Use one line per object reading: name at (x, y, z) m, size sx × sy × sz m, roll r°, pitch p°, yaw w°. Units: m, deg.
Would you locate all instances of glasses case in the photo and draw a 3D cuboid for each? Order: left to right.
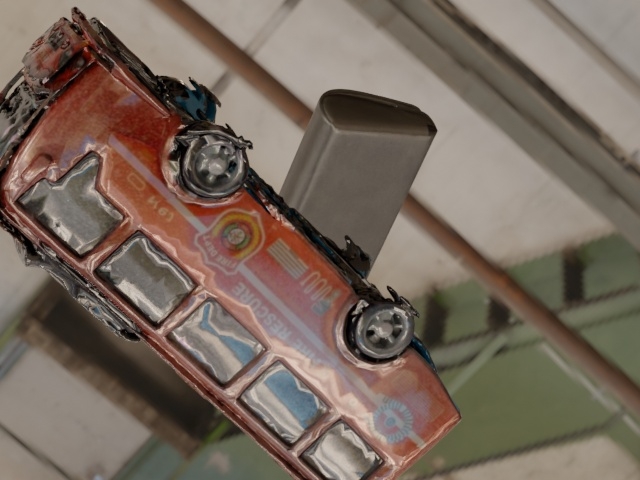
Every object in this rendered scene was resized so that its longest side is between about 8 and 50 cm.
glasses case at (0.001, -0.001, 0.899) m, size 0.072 × 0.190 × 0.042 m, roll 10°, pitch -145°, yaw -21°

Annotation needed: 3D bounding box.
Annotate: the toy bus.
toy bus at (-0.038, 0.013, 0.605) m, size 0.235 × 0.096 × 0.073 m, roll 43°, pitch -178°, yaw -28°
